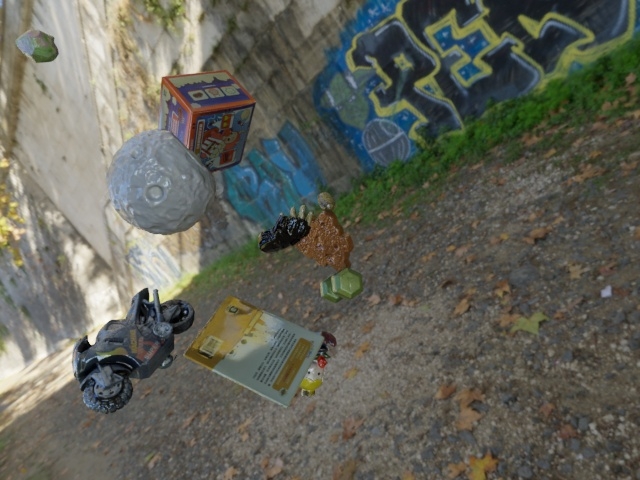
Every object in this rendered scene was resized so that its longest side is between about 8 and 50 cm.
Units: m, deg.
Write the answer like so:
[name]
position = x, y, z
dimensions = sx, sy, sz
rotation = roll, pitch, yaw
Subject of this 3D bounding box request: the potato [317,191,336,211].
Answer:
[potato]
position = 0.019, -0.118, 1.358
dimensions = 0.051, 0.040, 0.083
rotation = 0, 39, -18

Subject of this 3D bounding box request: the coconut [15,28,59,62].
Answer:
[coconut]
position = -0.686, -0.474, 1.074
dimensions = 0.081, 0.082, 0.083
rotation = -47, 0, -23

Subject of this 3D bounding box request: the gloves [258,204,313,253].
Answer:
[gloves]
position = -0.111, -0.040, 1.538
dimensions = 0.203, 0.124, 0.164
rotation = -25, 3, 13

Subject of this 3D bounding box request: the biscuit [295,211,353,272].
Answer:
[biscuit]
position = 0.000, 0.000, 1.749
dimensions = 0.306, 0.284, 0.043
rotation = 5, 32, 39

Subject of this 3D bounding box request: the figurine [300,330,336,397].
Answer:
[figurine]
position = -0.019, 0.477, 1.689
dimensions = 0.185, 0.127, 0.235
rotation = -19, 53, 36

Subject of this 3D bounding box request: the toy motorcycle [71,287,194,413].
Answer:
[toy motorcycle]
position = -0.397, 0.212, 0.913
dimensions = 0.307, 0.173, 0.108
rotation = -60, -15, -55

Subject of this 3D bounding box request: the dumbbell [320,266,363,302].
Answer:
[dumbbell]
position = 0.076, 0.179, 1.712
dimensions = 0.108, 0.122, 0.302
rotation = -2, -10, -11

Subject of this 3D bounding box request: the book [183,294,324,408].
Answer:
[book]
position = -0.164, 0.269, 1.116
dimensions = 0.208, 0.295, 0.020
rotation = -56, -20, -40

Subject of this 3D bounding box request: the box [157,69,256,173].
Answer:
[box]
position = -0.496, -0.504, 1.904
dimensions = 0.318, 0.257, 0.349
rotation = -25, -26, -39

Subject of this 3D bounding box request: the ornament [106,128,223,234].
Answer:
[ornament]
position = -0.514, -0.175, 1.417
dimensions = 0.336, 0.337, 0.337
rotation = -33, 10, 6
